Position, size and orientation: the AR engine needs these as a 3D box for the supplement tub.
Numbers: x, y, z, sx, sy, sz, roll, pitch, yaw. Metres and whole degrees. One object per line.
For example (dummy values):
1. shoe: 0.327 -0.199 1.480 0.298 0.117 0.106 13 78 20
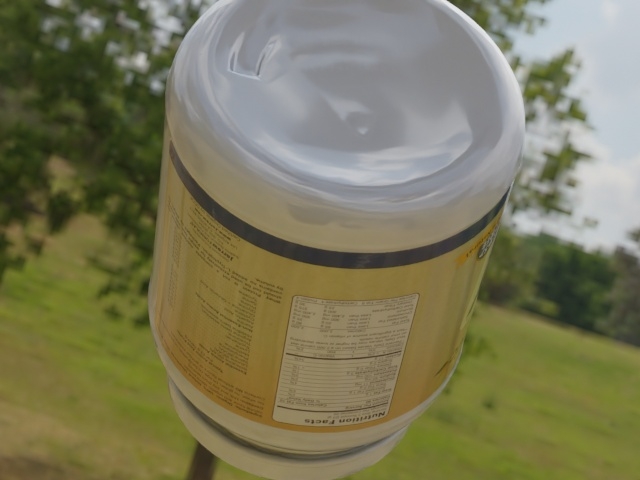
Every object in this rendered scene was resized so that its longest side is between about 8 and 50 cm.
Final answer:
1. supplement tub: 0.000 0.000 1.199 0.228 0.228 0.316 18 -40 6
